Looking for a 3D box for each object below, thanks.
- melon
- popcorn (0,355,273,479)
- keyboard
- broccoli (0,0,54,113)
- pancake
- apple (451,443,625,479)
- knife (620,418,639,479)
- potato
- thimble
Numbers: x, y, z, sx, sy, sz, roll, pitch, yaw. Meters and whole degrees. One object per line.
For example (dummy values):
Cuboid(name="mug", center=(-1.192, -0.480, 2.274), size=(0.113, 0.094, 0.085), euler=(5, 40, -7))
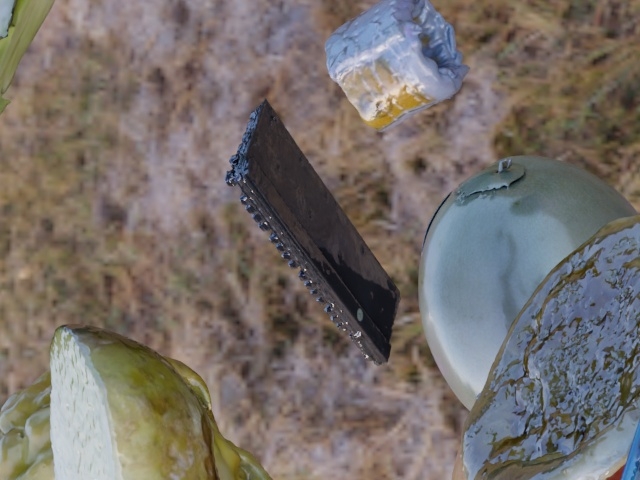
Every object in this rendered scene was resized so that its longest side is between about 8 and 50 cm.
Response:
Cuboid(name="melon", center=(0.240, 0.062, 1.571), size=(0.268, 0.268, 0.330), euler=(7, 120, 57))
Cuboid(name="popcorn", center=(-0.137, 0.201, 1.034), size=(0.190, 0.250, 0.250), euler=(-32, 62, 42))
Cuboid(name="keyboard", center=(-0.001, 0.000, 1.046), size=(0.023, 0.231, 0.072), euler=(-7, 50, 28))
Cuboid(name="broccoli", center=(-0.285, -0.065, 0.929), size=(0.252, 0.221, 0.361), euler=(5, 76, 33))
Cuboid(name="pancake", center=(0.200, 0.093, 1.118), size=(0.282, 0.049, 0.282), euler=(-48, 18, 22))
Cuboid(name="apple", center=(0.282, 0.246, 1.294), size=(0.364, 0.363, 0.364), euler=(-5, 84, 57))
Cuboid(name="knife", center=(0.211, 0.177, 0.964), size=(0.026, 0.044, 0.297), euler=(103, -173, -79))
Cuboid(name="potato", center=(-0.079, 0.086, 0.654), size=(0.096, 0.066, 0.103), euler=(16, 112, 58))
Cuboid(name="thimble", center=(0.085, -0.203, 1.640), size=(0.118, 0.127, 0.151), euler=(-30, 22, 23))
